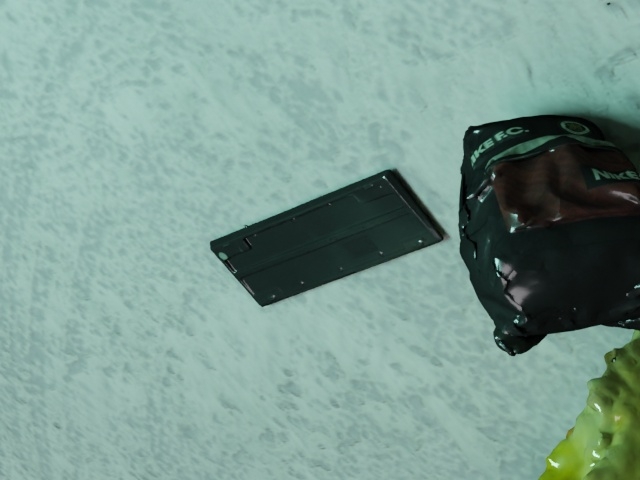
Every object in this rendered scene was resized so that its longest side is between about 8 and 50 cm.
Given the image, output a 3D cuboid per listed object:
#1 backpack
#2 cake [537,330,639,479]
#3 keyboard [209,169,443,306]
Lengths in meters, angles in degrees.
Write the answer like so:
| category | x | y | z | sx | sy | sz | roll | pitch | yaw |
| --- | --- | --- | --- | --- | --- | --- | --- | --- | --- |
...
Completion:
| category | x | y | z | sx | sy | sz | roll | pitch | yaw |
| --- | --- | --- | --- | --- | --- | --- | --- | --- | --- |
| backpack | 0.135 | -0.015 | 1.156 | 0.120 | 0.165 | 0.106 | -11 | 127 | -10 |
| cake | 0.213 | 0.236 | 1.296 | 0.227 | 0.222 | 0.286 | 33 | 142 | 11 |
| keyboard | 0.000 | 0.000 | 1.397 | 0.202 | 0.011 | 0.067 | -21 | 115 | 48 |
